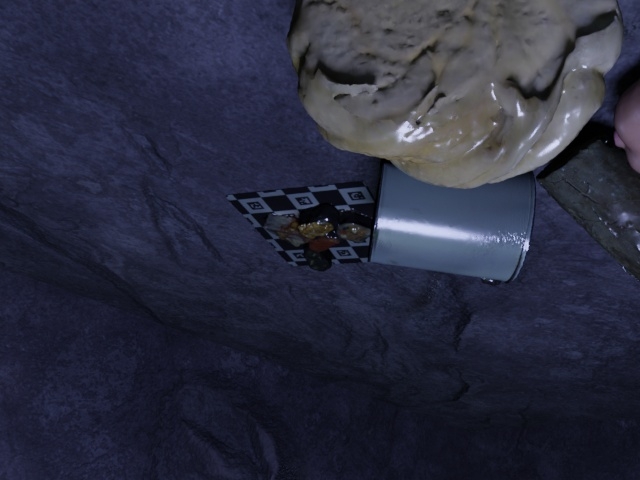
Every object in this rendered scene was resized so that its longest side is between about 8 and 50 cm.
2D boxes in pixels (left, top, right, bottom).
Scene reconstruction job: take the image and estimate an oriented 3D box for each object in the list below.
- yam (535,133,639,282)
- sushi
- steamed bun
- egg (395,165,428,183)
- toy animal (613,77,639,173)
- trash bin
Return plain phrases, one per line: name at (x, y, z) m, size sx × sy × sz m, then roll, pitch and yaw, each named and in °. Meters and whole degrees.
yam at (0.480, -0.058, 0.969) m, size 0.254 × 0.154 × 0.154 m, roll 50°, pitch 154°, yaw 13°
sushi at (0.000, 0.000, 1.430) m, size 0.343 × 0.064 × 0.359 m, roll -4°, pitch 150°, yaw 24°
steamed bun at (0.141, -0.221, 0.712) m, size 0.372 × 0.325 × 0.230 m, roll 3°, pitch 168°, yaw 19°
egg at (0.208, -0.173, 0.904) m, size 0.253 × 0.186 × 0.186 m, roll 4°, pitch 152°, yaw 20°
toy animal at (0.537, -0.153, 0.872) m, size 0.248 × 0.165 × 0.149 m, roll 14°, pitch 148°, yaw -22°
trash bin at (0.228, -0.048, 1.099) m, size 0.262 × 0.217 × 0.277 m, roll 8°, pitch 129°, yaw 4°
